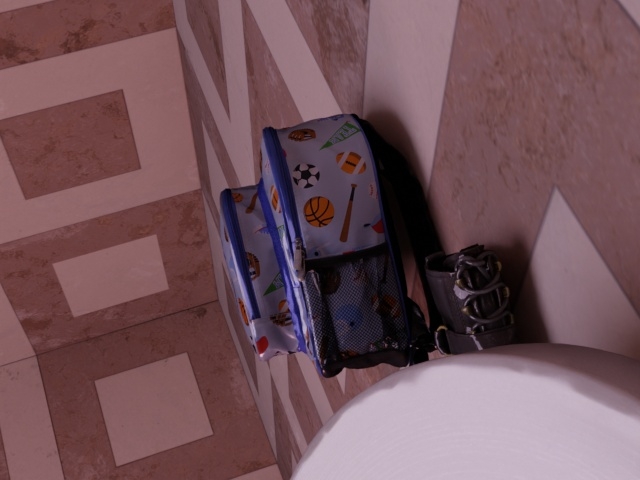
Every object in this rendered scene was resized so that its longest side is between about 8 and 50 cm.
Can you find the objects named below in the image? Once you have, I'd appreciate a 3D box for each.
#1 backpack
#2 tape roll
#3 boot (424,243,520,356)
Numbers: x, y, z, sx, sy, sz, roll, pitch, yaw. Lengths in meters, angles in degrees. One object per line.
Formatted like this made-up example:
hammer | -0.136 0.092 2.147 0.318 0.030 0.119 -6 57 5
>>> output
backpack | 0.000 0.000 1.025 0.276 0.213 0.263 -162 67 -80
tape roll | 0.123 0.254 0.552 0.392 0.072 0.391 1 92 42
boot | 0.144 0.116 0.760 0.263 0.091 0.228 -158 51 -78
